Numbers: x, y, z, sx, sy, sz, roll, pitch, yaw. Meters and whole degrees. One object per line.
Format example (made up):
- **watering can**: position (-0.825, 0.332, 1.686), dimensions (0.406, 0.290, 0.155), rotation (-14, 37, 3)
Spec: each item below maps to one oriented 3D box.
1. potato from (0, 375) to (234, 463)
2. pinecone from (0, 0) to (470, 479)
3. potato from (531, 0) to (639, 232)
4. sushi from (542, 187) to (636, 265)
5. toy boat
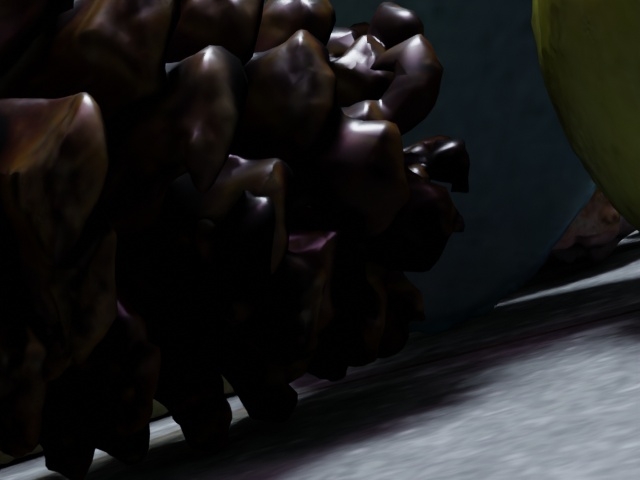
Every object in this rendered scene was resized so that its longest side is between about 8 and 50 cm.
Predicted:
- **potato**: position (-0.163, -0.026, 0.896), dimensions (0.269, 0.255, 0.112), rotation (-16, 3, -22)
- **pinecone**: position (-0.078, -0.016, 0.707), dimensions (0.273, 0.224, 0.224), rotation (10, -10, -25)
- **potato**: position (0.171, -0.143, 0.667), dimensions (0.280, 0.330, 0.213), rotation (-29, -48, 31)
- **sushi**: position (0.072, -0.052, 1.105), dimensions (0.237, 0.170, 0.270), rotation (-18, 1, -33)
- **toy boat**: position (0.047, -0.115, 0.875), dimensions (0.215, 0.330, 0.123), rotation (-10, 34, -23)
